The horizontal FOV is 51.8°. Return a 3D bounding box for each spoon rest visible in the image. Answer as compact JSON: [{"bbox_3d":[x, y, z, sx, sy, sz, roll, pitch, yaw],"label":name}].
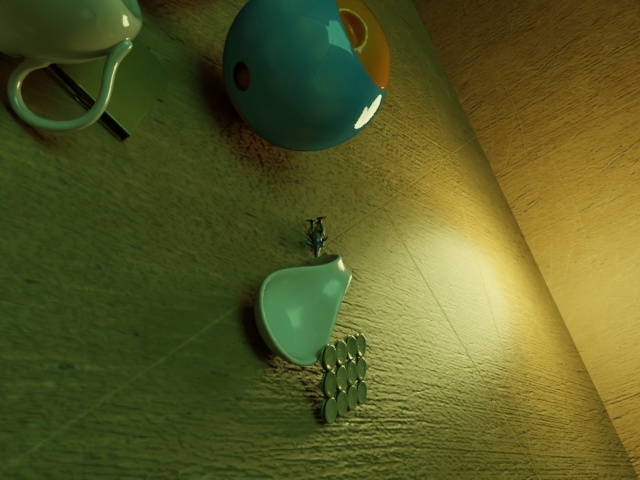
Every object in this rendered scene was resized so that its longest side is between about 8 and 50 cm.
[{"bbox_3d":[-0.016,0.083,0.976,0.137,0.084,0.276,57,25,-8],"label":"spoon rest"}]

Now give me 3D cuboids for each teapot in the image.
[{"bbox_3d":[-0.327,-0.289,0.720,0.256,0.187,0.252,64,2,35],"label":"teapot"}]

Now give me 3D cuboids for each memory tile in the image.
[{"bbox_3d":[0.035,0.199,0.970,0.148,0.012,0.113,-2,91,-63],"label":"memory tile"}]

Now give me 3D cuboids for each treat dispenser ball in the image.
[{"bbox_3d":[-0.025,-0.297,1.135,0.288,0.288,0.288,41,31,-32],"label":"treat dispenser ball"}]

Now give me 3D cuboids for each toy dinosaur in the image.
[{"bbox_3d":[0.000,0.000,1.146,0.090,0.047,0.082,10,71,-70],"label":"toy dinosaur"}]

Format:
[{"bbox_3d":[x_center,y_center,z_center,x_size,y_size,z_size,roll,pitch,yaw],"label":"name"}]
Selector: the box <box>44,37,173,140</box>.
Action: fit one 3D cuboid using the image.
[{"bbox_3d":[-0.295,-0.244,0.911,0.164,0.021,0.201,46,28,-24],"label":"box"}]
